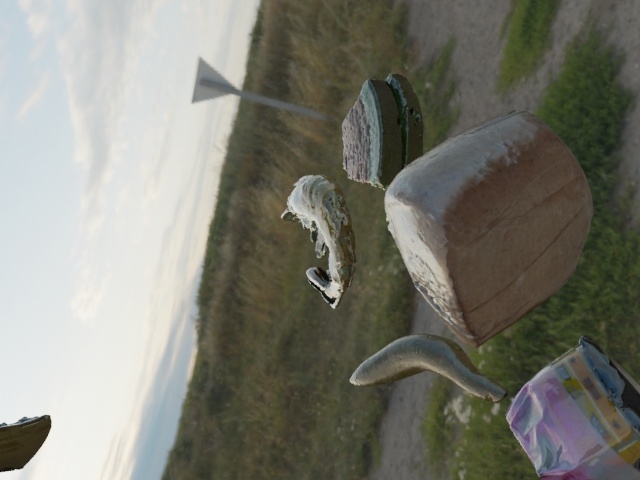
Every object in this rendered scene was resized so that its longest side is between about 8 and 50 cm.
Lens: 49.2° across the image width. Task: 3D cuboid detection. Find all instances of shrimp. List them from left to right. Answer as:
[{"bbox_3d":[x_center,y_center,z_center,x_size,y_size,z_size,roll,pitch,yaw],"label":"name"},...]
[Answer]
[{"bbox_3d":[0.001,0.000,0.894,0.253,0.058,0.173,166,94,-77],"label":"shrimp"}]

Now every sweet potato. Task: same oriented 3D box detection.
[{"bbox_3d":[0.192,0.223,1.267,0.346,0.079,0.108,-4,83,46],"label":"sweet potato"}]

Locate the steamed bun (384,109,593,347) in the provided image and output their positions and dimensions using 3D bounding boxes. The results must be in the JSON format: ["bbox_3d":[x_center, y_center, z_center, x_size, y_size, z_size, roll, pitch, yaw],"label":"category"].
[{"bbox_3d":[0.128,-0.012,0.531,0.106,0.144,0.175,43,165,45],"label":"steamed bun"}]

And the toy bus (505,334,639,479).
[{"bbox_3d":[0.392,0.282,0.923,0.162,0.386,0.171,-41,41,13],"label":"toy bus"}]

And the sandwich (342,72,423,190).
[{"bbox_3d":[0.125,-0.216,1.494,0.212,0.109,0.292,9,93,59],"label":"sandwich"}]

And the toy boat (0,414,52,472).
[{"bbox_3d":[-0.513,0.256,0.921,0.089,0.321,0.122,-21,71,39],"label":"toy boat"}]
